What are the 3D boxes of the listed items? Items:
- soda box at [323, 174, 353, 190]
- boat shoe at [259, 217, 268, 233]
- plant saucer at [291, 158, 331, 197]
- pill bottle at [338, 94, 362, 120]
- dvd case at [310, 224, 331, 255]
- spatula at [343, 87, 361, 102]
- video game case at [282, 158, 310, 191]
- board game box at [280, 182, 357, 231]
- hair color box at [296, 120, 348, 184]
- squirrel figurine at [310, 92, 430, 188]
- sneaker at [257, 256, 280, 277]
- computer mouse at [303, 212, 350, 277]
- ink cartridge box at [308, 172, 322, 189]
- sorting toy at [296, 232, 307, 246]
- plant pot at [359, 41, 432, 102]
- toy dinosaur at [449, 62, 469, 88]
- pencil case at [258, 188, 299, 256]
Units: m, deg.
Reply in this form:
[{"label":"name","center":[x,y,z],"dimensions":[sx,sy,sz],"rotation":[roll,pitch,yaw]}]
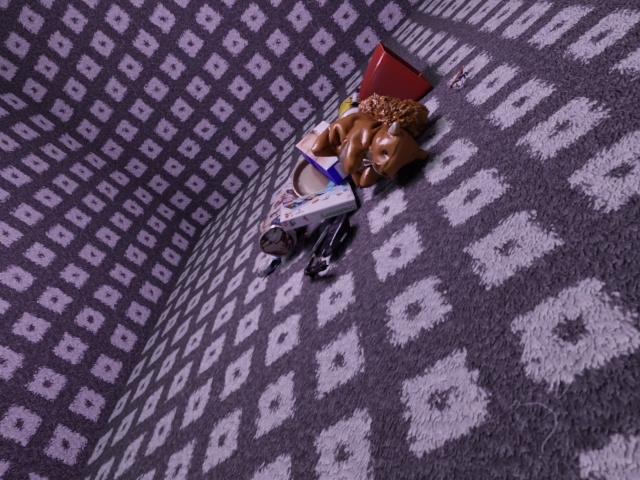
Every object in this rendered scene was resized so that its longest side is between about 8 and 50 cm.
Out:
[{"label":"soda box","center":[0.092,-0.260,1.828],"dimensions":[0.210,0.067,0.071],"rotation":[-55,23,-13]},{"label":"boat shoe","center":[-0.234,-0.067,2.085],"dimensions":[0.116,0.123,0.324],"rotation":[-47,23,3]},{"label":"plant saucer","center":[-0.007,-0.304,1.954],"dimensions":[0.278,0.041,0.278],"rotation":[-9,61,18]},{"label":"pill bottle","center":[0.184,-0.619,2.071],"dimensions":[0.188,0.188,0.334],"rotation":[-39,24,25]},{"label":"dvd case","center":[0.000,0.000,1.611],"dimensions":[0.119,0.013,0.087],"rotation":[-55,-3,-19]},{"label":"spatula","center":[0.171,-0.708,2.008],"dimensions":[0.084,0.030,0.296],"rotation":[0,34,13]},{"label":"video game case","center":[-0.092,-0.346,2.119],"dimensions":[0.227,0.026,0.206],"rotation":[-2,57,56]},{"label":"board game box","center":[-0.013,-0.142,1.677],"dimensions":[0.305,0.053,0.193],"rotation":[-17,27,5]},{"label":"hair color box","center":[0.043,-0.401,1.842],"dimensions":[0.185,0.110,0.339],"rotation":[-42,38,0]},{"label":"squirrel figurine","center":[0.230,-0.389,1.513],"dimensions":[0.397,0.281,0.370],"rotation":[-56,28,-8]},{"label":"sneaker","center":[-0.236,0.121,1.873],"dimensions":[0.135,0.052,0.058],"rotation":[-49,26,3]},{"label":"computer mouse","center":[0.032,0.030,1.503],"dimensions":[0.184,0.060,0.262],"rotation":[-33,27,57]},{"label":"ink cartridge box","center":[0.000,-0.304,2.060],"dimensions":[0.191,0.082,0.139],"rotation":[-55,22,-7]},{"label":"sorting toy","center":[-0.097,0.000,1.846],"dimensions":[0.083,0.012,0.062],"rotation":[-29,30,42]},{"label":"plant pot","center":[0.322,-0.724,1.917],"dimensions":[0.236,0.267,0.267],"rotation":[-52,18,30]},{"label":"toy dinosaur","center":[0.527,-0.621,1.578],"dimensions":[0.082,0.090,0.047],"rotation":[-22,-1,-14]},{"label":"pencil case","center":[-0.157,-0.094,1.893],"dimensions":[0.183,0.160,0.410],"rotation":[-24,27,20]}]
